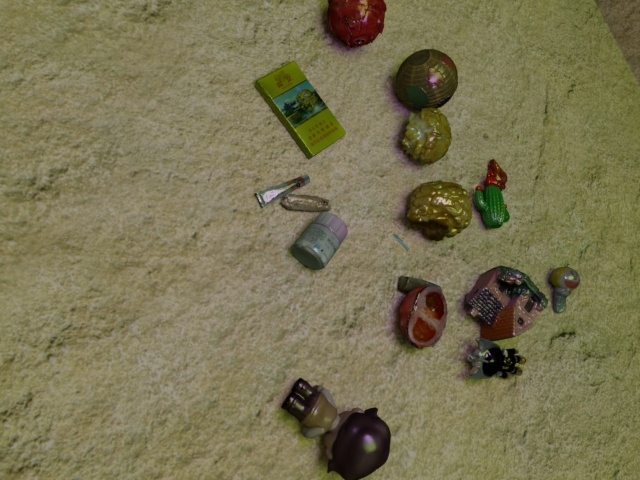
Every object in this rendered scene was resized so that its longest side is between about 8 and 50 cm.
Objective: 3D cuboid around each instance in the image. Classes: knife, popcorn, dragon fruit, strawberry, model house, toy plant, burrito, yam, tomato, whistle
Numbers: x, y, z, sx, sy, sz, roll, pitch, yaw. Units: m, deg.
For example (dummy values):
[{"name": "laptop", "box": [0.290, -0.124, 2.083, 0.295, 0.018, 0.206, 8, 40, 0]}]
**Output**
[{"name": "knife", "box": [0.311, 0.006, 1.945, 0.091, 0.005, 0.014, 44, 64, -9]}, {"name": "popcorn", "box": [0.426, -0.411, 2.007, 0.204, 0.184, 0.220, 32, 65, -58]}, {"name": "dragon fruit", "box": [0.140, -0.883, 1.968, 0.241, 0.241, 0.252, -32, 103, -29]}, {"name": "strawberry", "box": [0.781, -0.287, 2.227, 0.104, 0.048, 0.152, -13, 86, -32]}, {"name": "model house", "box": [0.702, 0.260, 1.959, 0.237, 0.202, 0.237, 47, 61, -8]}, {"name": "toy plant", "box": [0.715, -0.167, 2.140, 0.155, 0.088, 0.240, -18, 85, -28]}, {"name": "burrito", "box": [-0.050, -0.133, 1.782, 0.189, 0.045, 0.058, 3, 69, -24]}, {"name": "yam", "box": [0.374, 0.177, 1.899, 0.170, 0.068, 0.068, 22, 69, -20]}, {"name": "tomato", "box": [0.359, 0.275, 1.839, 0.199, 0.112, 0.227, 39, 71, -30]}, {"name": "popcorn", "box": [0.443, -0.112, 1.937, 0.252, 0.206, 0.236, -31, 106, -17]}, {"name": "whistle", "box": [1.061, 0.207, 2.205, 0.123, 0.123, 0.222, 12, 87, -23]}]

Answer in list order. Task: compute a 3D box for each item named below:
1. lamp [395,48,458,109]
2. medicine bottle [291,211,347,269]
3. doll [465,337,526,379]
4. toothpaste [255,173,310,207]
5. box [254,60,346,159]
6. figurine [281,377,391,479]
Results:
[{"name": "lamp", "box": [0.432, -0.623, 2.049, 0.250, 0.250, 0.284, -62, 144, -25]}, {"name": "medicine bottle", "box": [0.000, 0.000, 1.724, 0.135, 0.135, 0.168, 41, 62, -11]}, {"name": "doll", "box": [0.670, 0.458, 1.947, 0.317, 0.103, 0.145, 16, 114, -29]}, {"name": "toothpaste", "box": [-0.128, -0.178, 1.764, 0.205, 0.036, 0.056, -28, 92, -25]}, {"name": "box", "box": [-0.071, -0.481, 1.861, 0.187, 0.047, 0.335, -39, 95, -28]}, {"name": "figurine", "box": [0.046, 0.599, 1.596, 0.365, 0.206, 0.218, 28, 40, 9]}]
